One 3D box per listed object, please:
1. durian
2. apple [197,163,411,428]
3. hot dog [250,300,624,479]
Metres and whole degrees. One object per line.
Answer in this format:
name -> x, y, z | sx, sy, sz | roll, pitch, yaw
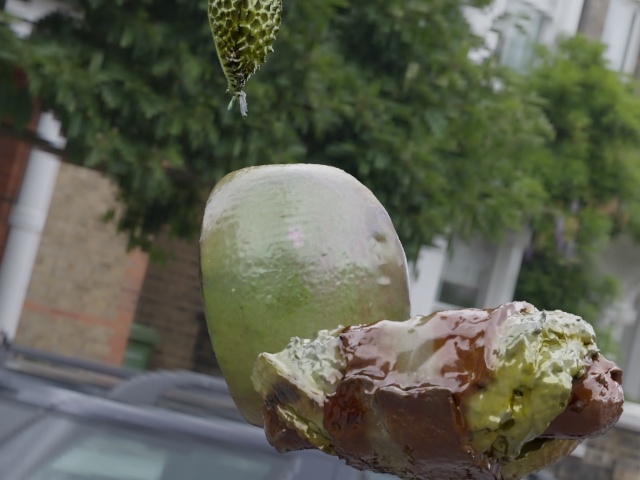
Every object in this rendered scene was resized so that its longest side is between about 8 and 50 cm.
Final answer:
durian -> -0.091, -0.245, 1.790 | 0.086, 0.215, 0.100 | 4, -41, -6
apple -> -0.018, 0.041, 1.415 | 0.193, 0.265, 0.120 | -14, -13, 24
hot dog -> 0.063, 0.092, 0.844 | 0.213, 0.103, 0.146 | -10, -8, 32
